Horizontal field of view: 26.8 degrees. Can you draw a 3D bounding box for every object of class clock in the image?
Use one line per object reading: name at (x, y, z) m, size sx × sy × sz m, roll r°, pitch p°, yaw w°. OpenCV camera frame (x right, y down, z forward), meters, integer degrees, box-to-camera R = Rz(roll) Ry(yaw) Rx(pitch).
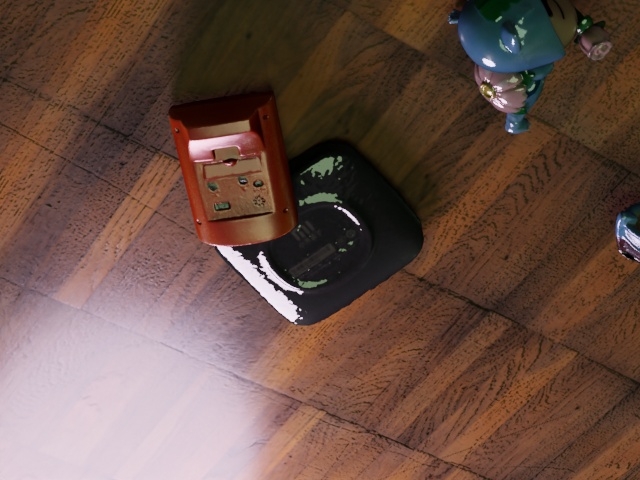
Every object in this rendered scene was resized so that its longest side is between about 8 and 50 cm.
clock at (-0.091, -0.071, 1.415) m, size 0.113 × 0.061 × 0.155 m, roll -8°, pitch 118°, yaw 6°

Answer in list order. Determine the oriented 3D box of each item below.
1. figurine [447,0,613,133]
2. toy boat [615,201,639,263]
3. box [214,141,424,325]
figurine at (0.210, -0.196, 1.340) m, size 0.144 × 0.114 × 0.178 m, roll -15°, pitch 142°, yaw -2°
toy boat at (0.439, -0.017, 1.505) m, size 0.223 × 0.100 × 0.097 m, roll 1°, pitch 139°, yaw -9°
box at (0.000, 0.000, 1.518) m, size 0.212 × 0.042 × 0.201 m, roll -33°, pitch 123°, yaw 21°
